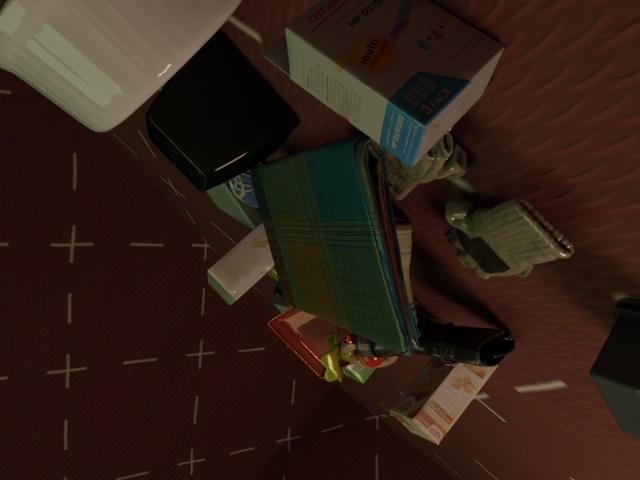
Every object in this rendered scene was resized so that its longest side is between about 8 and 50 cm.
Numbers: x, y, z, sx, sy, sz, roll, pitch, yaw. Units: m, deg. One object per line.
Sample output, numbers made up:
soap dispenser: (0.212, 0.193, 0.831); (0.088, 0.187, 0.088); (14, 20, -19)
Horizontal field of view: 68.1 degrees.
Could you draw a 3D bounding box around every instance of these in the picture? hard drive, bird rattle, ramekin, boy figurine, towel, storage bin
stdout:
hard drive: (-0.301, -0.189, 1.292); (0.233, 0.047, 0.353); (30, 159, 42)
bird rattle: (0.121, 0.289, 1.307); (0.207, 0.143, 0.253); (26, 131, -26)
ramekin: (-0.216, -0.252, 0.534); (0.135, 0.277, 0.277); (45, 166, -29)
boy figurine: (-0.155, 0.106, 1.598); (0.177, 0.092, 0.285); (36, 165, 36)
towel: (0.000, 0.000, 0.708); (0.370, 0.040, 0.271); (5, 111, 62)
storage bin: (0.331, 0.139, 0.481); (0.135, 0.091, 0.098); (52, 162, -23)

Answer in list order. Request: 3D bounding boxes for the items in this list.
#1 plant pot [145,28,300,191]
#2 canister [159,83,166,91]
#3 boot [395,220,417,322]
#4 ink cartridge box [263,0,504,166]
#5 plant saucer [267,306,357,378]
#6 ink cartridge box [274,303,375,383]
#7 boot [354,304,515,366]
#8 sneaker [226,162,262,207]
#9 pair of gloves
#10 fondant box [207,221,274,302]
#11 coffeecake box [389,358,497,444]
plant pot: (-0.173, -0.186, 0.770); (0.188, 0.167, 0.187); (46, 165, -9)
canister: (-0.269, -0.332, 0.809); (0.126, 0.073, 0.170); (44, 163, 5)
boot: (0.057, 0.055, 0.761); (0.213, 0.077, 0.165); (-3, 94, 44)
ink cartridge box: (0.044, -0.161, 0.405); (0.181, 0.104, 0.061); (40, 163, 15)
plant saucer: (0.017, 0.267, 1.415); (0.259, 0.258, 0.047); (48, -152, -13)
ink cartridge box: (0.023, 0.300, 1.586); (0.353, 0.119, 0.207); (47, 163, -13)
boot: (0.208, 0.166, 0.798); (0.229, 0.091, 0.263); (-2, -179, 35)
sneaker: (-0.158, -0.139, 1.003); (0.081, 0.080, 0.211); (35, 163, 39)
pair of gloves: (0.151, -0.053, 0.532); (0.240, 0.042, 0.204); (47, 170, 10)
fondant box: (-0.162, 0.044, 1.186); (0.096, 0.238, 0.330); (47, 164, -3)
coffeecake box: (0.234, 0.289, 0.919); (0.068, 0.185, 0.142); (44, 164, 3)
